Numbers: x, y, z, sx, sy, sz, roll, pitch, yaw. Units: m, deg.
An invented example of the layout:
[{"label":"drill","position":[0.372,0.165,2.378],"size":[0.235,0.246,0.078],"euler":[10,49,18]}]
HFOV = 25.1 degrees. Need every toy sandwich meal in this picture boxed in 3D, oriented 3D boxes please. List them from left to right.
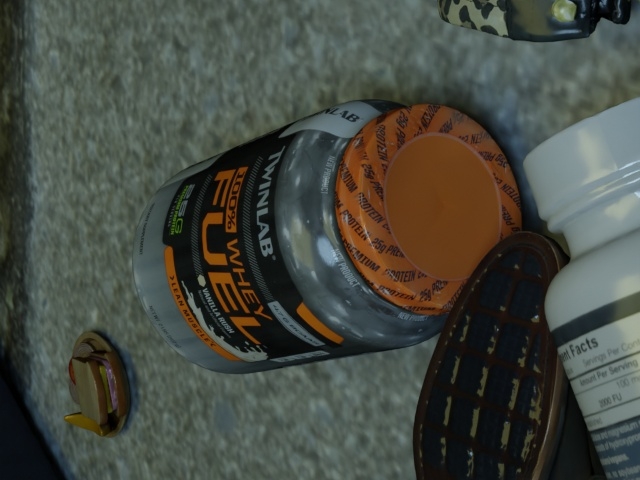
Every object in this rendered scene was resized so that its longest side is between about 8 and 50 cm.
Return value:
[{"label":"toy sandwich meal","position":[-0.162,0.104,1.014],"size":[0.086,0.029,0.085],"euler":[20,115,49]}]

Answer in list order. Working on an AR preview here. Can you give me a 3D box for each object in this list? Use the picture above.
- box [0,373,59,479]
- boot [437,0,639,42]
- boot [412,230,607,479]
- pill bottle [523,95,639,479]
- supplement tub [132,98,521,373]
[{"label":"box","position":[-0.343,0.416,1.123],"size":[0.471,0.297,0.479],"euler":[53,138,28]},{"label":"boot","position":[0.115,-0.162,0.519],"size":[0.236,0.085,0.178],"euler":[22,119,56]},{"label":"boot","position":[0.101,0.106,0.619],"size":[0.082,0.106,0.219],"euler":[17,101,53]},{"label":"pill bottle","position":[0.143,0.039,0.518],"size":[0.108,0.108,0.180],"euler":[-32,73,52]},{"label":"supplement tub","position":[0.000,0.000,0.691],"size":[0.190,0.117,0.117],"euler":[-17,86,54]}]
